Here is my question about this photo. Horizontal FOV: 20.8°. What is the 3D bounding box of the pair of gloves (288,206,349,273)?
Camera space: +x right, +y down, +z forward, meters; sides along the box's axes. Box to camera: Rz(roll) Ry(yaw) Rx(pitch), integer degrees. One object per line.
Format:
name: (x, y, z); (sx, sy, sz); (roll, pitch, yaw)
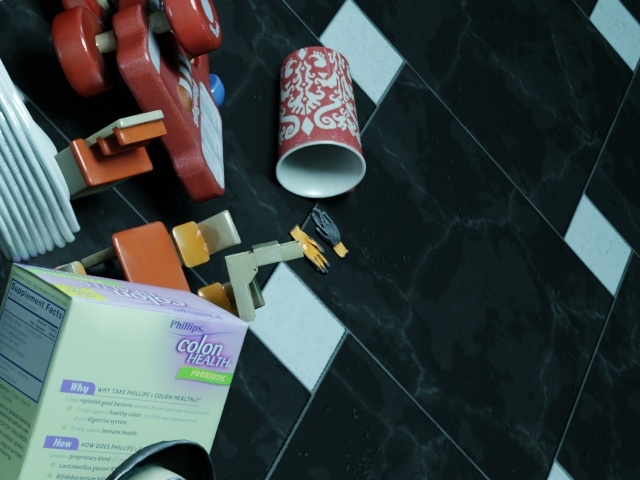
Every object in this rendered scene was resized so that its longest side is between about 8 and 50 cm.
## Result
pair of gloves: (0.000, 0.000, 2.195); (0.074, 0.010, 0.083); (54, 39, -6)

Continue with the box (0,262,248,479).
box: (-0.215, 0.164, 1.685); (0.213, 0.117, 0.243); (11, 100, -42)

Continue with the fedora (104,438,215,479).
fedora: (-0.133, 0.356, 1.589); (0.334, 0.152, 0.334); (-43, 142, -47)

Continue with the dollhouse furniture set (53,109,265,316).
dollhouse furniture set: (-0.191, 0.007, 1.871); (0.262, 0.135, 0.259); (-20, 88, -51)

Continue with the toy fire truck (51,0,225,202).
toy fire truck: (-0.182, -0.215, 2.022); (0.302, 0.169, 0.254); (-98, 166, -52)

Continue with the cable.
cable: (-0.323, -0.099, 1.671); (0.089, 0.257, 0.257); (-29, 87, -11)

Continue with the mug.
mug: (-0.006, -0.144, 2.230); (0.113, 0.150, 0.169); (0, 55, -6)

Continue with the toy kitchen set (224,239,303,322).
toy kitchen set: (-0.057, 0.042, 1.912); (0.068, 0.083, 0.075); (-131, -152, -84)

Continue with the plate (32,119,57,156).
plate: (-0.420, -0.128, 1.808); (0.277, 0.045, 0.278); (51, 40, -11)
